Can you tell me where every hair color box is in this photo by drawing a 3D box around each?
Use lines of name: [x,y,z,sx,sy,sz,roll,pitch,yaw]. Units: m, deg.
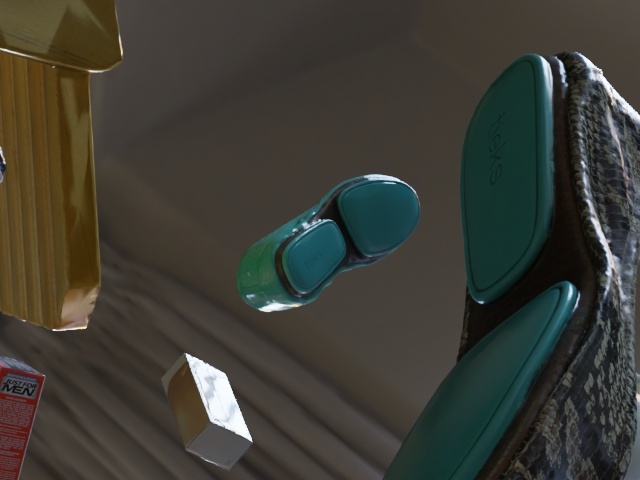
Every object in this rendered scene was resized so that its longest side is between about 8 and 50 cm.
hair color box: [-0.340,0.206,1.741,0.053,0.093,0.167,16,-91,-26]

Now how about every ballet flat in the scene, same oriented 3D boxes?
ballet flat: [0.152,0.067,1.014,0.164,0.182,0.482,-46,16,39]
ballet flat: [0.000,0.000,1.575,0.247,0.087,0.083,-32,-78,-52]

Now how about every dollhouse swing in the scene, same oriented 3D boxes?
dollhouse swing: [-0.332,-0.111,1.299,0.315,0.347,0.304,12,-91,-28]

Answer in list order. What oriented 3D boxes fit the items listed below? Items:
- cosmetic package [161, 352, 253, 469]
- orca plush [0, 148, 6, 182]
cosmetic package: [-0.113,0.168,1.669,0.060,0.115,0.041,31,-72,-34]
orca plush: [-0.322,-0.011,0.941,0.287,0.102,0.151,-35,-36,6]
